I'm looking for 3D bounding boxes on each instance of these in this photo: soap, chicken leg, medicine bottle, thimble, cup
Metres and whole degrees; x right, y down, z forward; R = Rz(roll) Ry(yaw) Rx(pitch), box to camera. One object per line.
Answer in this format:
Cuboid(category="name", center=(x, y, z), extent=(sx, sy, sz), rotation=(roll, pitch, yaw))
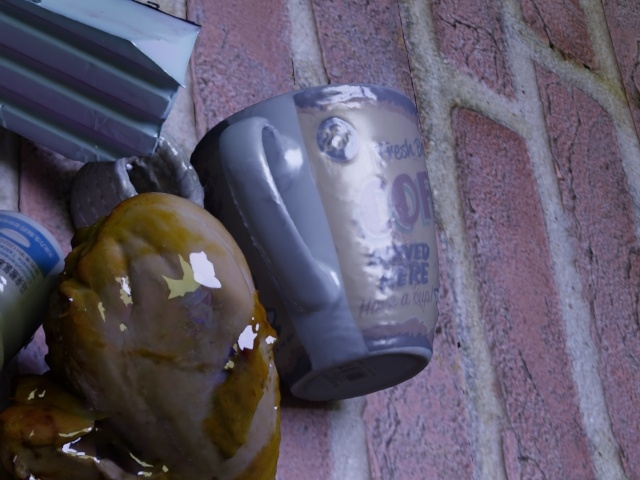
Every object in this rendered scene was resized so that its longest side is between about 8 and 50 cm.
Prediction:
Cuboid(category="soap", center=(-0.225, -0.160, 1.680), extent=(0.230, 0.145, 0.091), rotation=(25, 35, 1))
Cuboid(category="chicken leg", center=(-0.139, 0.182, 1.517), extent=(0.295, 0.182, 0.409), rotation=(-33, 112, -27))
Cuboid(category="medicine bottle", center=(-0.277, 0.054, 1.514), extent=(0.105, 0.105, 0.168), rotation=(45, 34, -9))
Cuboid(category="thimble", center=(-0.170, -0.037, 1.746), extent=(0.102, 0.090, 0.115), rotation=(23, 44, -31))
Cuboid(category="cup", center=(0.000, 0.000, 1.768), extent=(0.301, 0.227, 0.257), rotation=(35, 36, -63))
